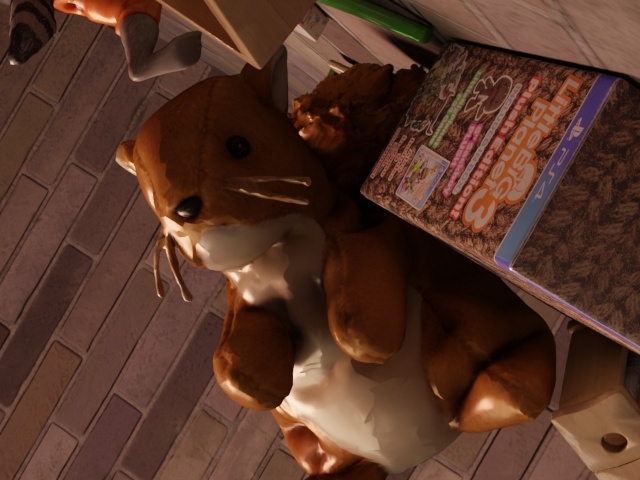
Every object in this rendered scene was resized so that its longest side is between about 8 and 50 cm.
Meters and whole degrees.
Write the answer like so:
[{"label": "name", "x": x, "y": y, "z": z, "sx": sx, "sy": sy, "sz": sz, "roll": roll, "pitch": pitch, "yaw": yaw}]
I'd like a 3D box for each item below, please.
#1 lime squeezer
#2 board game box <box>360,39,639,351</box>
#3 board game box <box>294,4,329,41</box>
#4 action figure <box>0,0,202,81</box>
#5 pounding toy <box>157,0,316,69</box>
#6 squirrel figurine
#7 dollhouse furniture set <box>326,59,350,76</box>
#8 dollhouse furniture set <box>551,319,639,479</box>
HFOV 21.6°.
[{"label": "lime squeezer", "x": -0.061, "y": -0.232, "z": 1.300, "sx": 0.310, "sy": 0.059, "sz": 0.110, "roll": 30, "pitch": -147, "yaw": 20}, {"label": "board game box", "x": 0.200, "y": -0.017, "z": 1.213, "sx": 0.232, "sy": 0.141, "sz": 0.291, "roll": 30, "pitch": -179, "yaw": -21}, {"label": "board game box", "x": -0.060, "y": -0.239, "z": 1.569, "sx": 0.103, "sy": 0.026, "sz": 0.154, "roll": 30, "pitch": 180, "yaw": 18}, {"label": "action figure", "x": -0.263, "y": -0.264, "z": 1.382, "sx": 0.341, "sy": 0.178, "sz": 0.330, "roll": 35, "pitch": 180, "yaw": -28}, {"label": "pounding toy", "x": -0.104, "y": -0.226, "z": 1.038, "sx": 0.181, "sy": 0.094, "sz": 0.206, "roll": 36, "pitch": 173, "yaw": 23}, {"label": "squirrel figurine", "x": 0.000, "y": 0.000, "z": 1.460, "sx": 0.370, "sy": 0.281, "sz": 0.397, "roll": 47, "pitch": -149, "yaw": -13}, {"label": "dollhouse furniture set", "x": 0.002, "y": -0.048, "z": 1.950, "sx": 0.151, "sy": 0.302, "sz": 0.197, "roll": 28, "pitch": -177, "yaw": 11}, {"label": "dollhouse furniture set", "x": 0.300, "y": 0.115, "z": 1.324, "sx": 0.129, "sy": 0.183, "sz": 0.129, "roll": 51, "pitch": -148, "yaw": -21}]
